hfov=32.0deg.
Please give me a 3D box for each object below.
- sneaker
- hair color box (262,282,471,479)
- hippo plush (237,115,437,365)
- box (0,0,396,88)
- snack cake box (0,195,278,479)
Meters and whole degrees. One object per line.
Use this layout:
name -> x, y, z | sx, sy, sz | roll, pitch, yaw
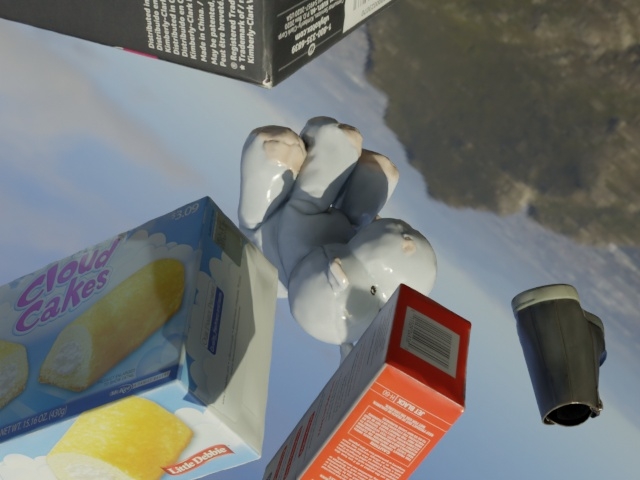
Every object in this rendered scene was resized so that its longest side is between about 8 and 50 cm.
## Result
sneaker -> 0.234, 0.128, 1.075 | 0.222, 0.083, 0.118 | 38, -138, -61
hair color box -> 0.016, 0.096, 0.534 | 0.043, 0.141, 0.072 | 31, -150, -7
hippo plush -> 0.000, 0.000, 1.288 | 0.236, 0.294, 0.234 | 43, 149, 55
box -> -0.100, -0.202, 0.611 | 0.270, 0.143, 0.165 | 19, -144, 25
snack cake box -> -0.162, 0.092, 0.726 | 0.089, 0.264, 0.152 | 49, -151, -37
